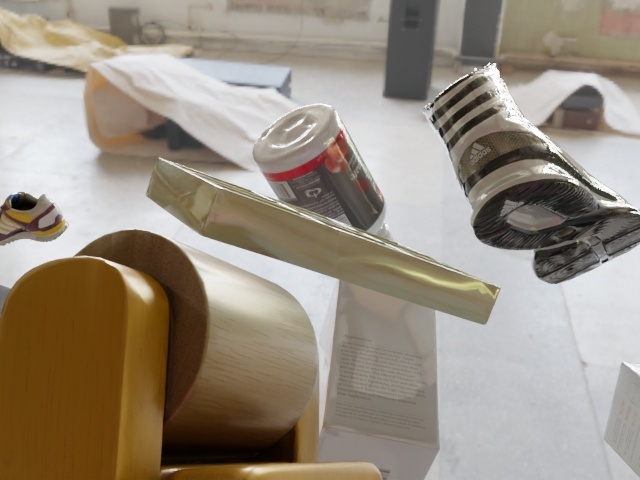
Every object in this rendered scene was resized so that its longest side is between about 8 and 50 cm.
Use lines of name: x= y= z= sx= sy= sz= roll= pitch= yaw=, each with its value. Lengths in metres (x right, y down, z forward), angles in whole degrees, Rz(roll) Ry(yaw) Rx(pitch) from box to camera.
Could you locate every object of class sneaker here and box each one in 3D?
sneaker: x=-0.510 y=-0.042 z=1.254 sx=0.185 sy=0.084 sz=0.069 roll=-5 pitch=36 yaw=18
sneaker: x=0.293 y=-0.103 z=1.024 sx=0.447 sy=0.169 sz=0.257 roll=21 pitch=43 yaw=-53

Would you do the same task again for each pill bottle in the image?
pill bottle: x=0.020 y=-0.085 z=1.435 sx=0.176 sy=0.318 sz=0.176 roll=-22 pitch=34 yaw=16

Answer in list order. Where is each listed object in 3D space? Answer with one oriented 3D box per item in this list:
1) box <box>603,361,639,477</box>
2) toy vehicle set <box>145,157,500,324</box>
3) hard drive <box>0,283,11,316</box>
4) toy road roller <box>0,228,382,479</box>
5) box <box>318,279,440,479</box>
box: x=0.486 y=0.264 z=1.053 sx=0.091 sy=0.130 sz=0.170 roll=6 pitch=14 yaw=-8
toy vehicle set: x=0.000 y=0.000 z=0.634 sx=0.267 sy=0.035 sz=0.166 roll=19 pitch=4 yaw=-30
hard drive: x=-0.476 y=0.034 z=0.805 sx=0.172 sy=0.054 sz=0.255 roll=2 pitch=-19 yaw=30
toy road roller: x=-0.018 y=0.157 z=0.382 sx=0.241 sy=0.329 sz=0.202 roll=-9 pitch=-18 yaw=23
box: x=0.080 y=0.233 z=1.213 sx=0.168 sy=0.215 sz=0.345 roll=12 pitch=40 yaw=-3
